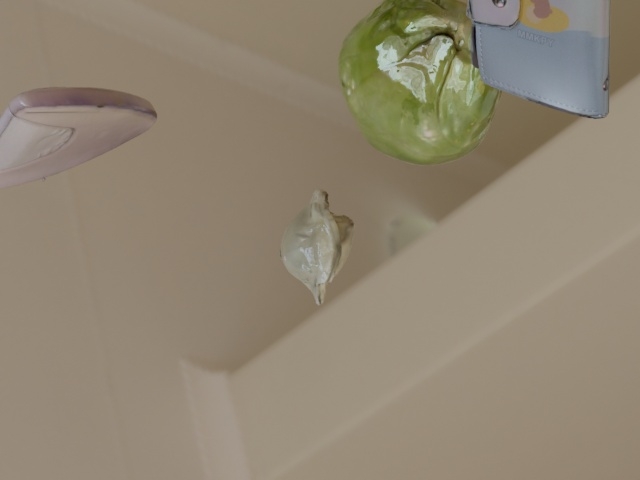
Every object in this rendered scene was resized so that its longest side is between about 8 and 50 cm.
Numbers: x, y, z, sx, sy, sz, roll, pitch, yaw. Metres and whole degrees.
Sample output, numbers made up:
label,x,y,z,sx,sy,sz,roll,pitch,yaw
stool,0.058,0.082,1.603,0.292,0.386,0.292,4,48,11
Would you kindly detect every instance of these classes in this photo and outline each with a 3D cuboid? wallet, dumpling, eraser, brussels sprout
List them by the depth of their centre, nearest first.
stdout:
label,x,y,z,sx,sy,sz,roll,pitch,yaw
wallet,0.226,-0.245,1.532,0.170,0.231,0.069,20,-139,32
eraser,-0.318,-0.148,1.931,0.243,0.204,0.059,-17,-109,-41
dumpling,0.000,0.000,2.416,0.118,0.136,0.199,3,-116,-20
brussels sprout,0.179,-0.292,2.688,0.328,0.328,0.247,52,-157,-1
